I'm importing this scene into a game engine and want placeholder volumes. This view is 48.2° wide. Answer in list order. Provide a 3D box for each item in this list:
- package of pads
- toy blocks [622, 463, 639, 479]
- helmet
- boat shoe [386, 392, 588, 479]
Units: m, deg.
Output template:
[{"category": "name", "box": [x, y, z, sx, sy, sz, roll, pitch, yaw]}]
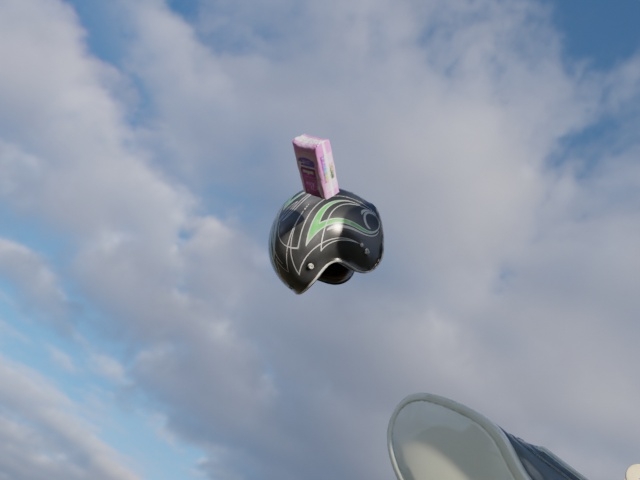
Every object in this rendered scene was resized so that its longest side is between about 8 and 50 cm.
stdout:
[{"category": "package of pads", "box": [-0.007, -0.100, 0.966, 0.050, 0.032, 0.083, 22, -45, 43]}, {"category": "toy blocks", "box": [0.560, 0.450, 1.205, 0.123, 0.054, 0.148, 22, -38, 24]}, {"category": "helmet", "box": [0.000, 0.000, 1.099, 0.161, 0.169, 0.169, 3, -27, -20]}, {"category": "boat shoe", "box": [0.190, 0.247, 0.651, 0.099, 0.116, 0.319, 25, 2, -44]}]
